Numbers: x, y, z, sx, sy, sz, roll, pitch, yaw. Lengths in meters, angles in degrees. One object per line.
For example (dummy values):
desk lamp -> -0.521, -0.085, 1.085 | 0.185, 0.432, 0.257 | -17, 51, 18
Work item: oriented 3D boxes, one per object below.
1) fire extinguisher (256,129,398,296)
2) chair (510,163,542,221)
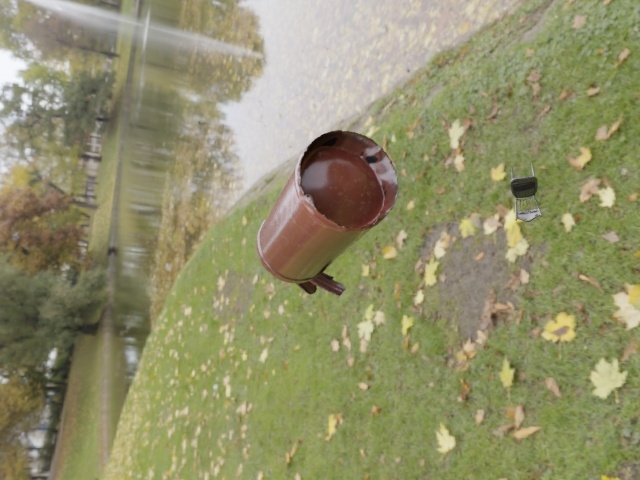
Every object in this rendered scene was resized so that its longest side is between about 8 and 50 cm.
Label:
fire extinguisher -> 0.000, 0.000, 0.700 | 0.107, 0.147, 0.337 | -54, 2, -23
chair -> 0.291, -0.071, 0.806 | 0.086, 0.037, 0.042 | -78, -28, -43
